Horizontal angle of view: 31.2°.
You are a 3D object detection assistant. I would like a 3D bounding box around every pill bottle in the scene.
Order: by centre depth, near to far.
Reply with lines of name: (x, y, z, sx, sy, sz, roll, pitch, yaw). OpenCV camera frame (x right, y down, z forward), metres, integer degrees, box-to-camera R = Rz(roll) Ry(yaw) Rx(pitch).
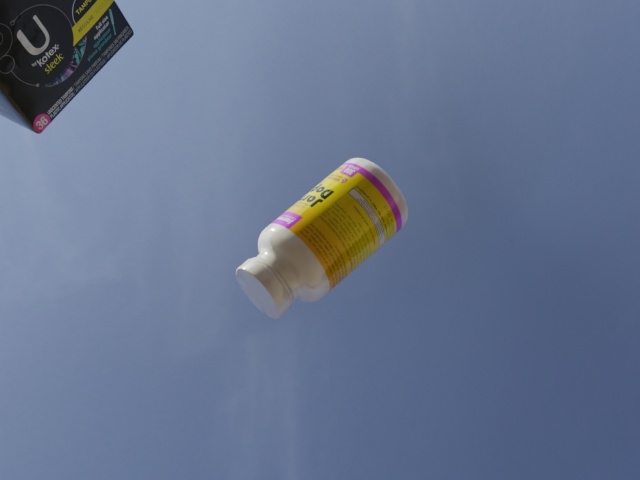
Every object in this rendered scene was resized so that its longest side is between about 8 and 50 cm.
pill bottle: (0.000, 0.000, 0.550, 0.083, 0.043, 0.043, -40, -97, -22)

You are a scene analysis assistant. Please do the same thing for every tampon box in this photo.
tampon box: (-0.244, -0.186, 0.871, 0.101, 0.161, 0.120, 25, -112, 37)
